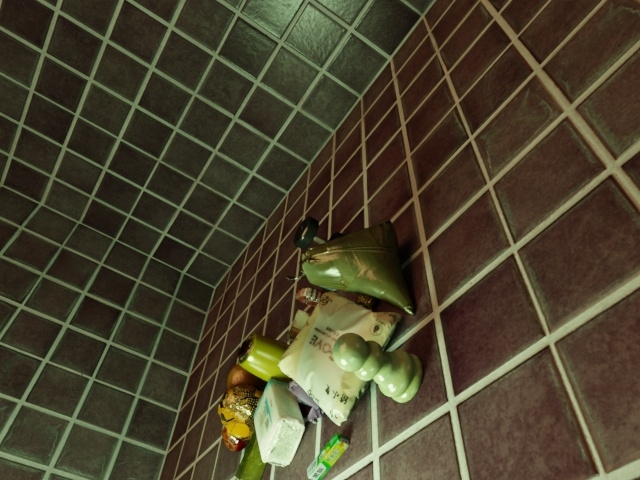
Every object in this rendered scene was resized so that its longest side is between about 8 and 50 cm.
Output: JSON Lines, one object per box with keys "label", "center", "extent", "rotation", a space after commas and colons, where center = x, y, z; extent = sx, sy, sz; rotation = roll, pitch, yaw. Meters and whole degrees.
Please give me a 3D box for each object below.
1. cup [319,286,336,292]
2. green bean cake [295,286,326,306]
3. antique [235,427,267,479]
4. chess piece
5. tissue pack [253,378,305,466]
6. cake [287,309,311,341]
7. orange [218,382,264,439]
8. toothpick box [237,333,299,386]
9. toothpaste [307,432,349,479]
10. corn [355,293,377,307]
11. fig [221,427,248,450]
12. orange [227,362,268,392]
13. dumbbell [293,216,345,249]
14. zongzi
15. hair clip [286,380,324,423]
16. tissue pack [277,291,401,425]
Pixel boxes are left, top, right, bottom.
{"label": "cup", "center": [0.050, 0.146, 2.230], "extent": [0.128, 0.095, 0.130], "rotation": [-21, 36, 13]}
{"label": "green bean cake", "center": [-0.030, 0.249, 2.219], "extent": [0.135, 0.135, 0.056], "rotation": [-31, 42, 62]}
{"label": "antique", "center": [-0.250, 0.841, 2.024], "extent": [0.080, 0.081, 0.221], "rotation": [-21, 44, 61]}
{"label": "chess piece", "center": [0.147, 0.342, 1.440], "extent": [0.144, 0.251, 0.144], "rotation": [-51, 21, 29]}
{"label": "tissue pack", "center": [-0.158, 0.676, 1.924], "extent": [0.271, 0.124, 0.202], "rotation": [-127, 54, -68]}
{"label": "cake", "center": [-0.094, 0.396, 2.327], "extent": [0.225, 0.090, 0.110], "rotation": [115, 174, -65]}
{"label": "orange", "center": [-0.316, 0.719, 2.160], "extent": [0.234, 0.234, 0.182], "rotation": [-52, -14, 24]}
{"label": "toothpick box", "center": [-0.196, 0.490, 2.090], "extent": [0.175, 0.271, 0.175], "rotation": [-50, 21, 28]}
{"label": "toothpaste", "center": [0.023, 0.680, 1.605], "extent": [0.179, 0.043, 0.037], "rotation": [-55, 22, 17]}
{"label": "corn", "center": [0.190, 0.165, 1.873], "extent": [0.085, 0.063, 0.165], "rotation": [-2, 57, 60]}
{"label": "fig", "center": [-0.360, 0.864, 2.258], "extent": [0.128, 0.150, 0.129], "rotation": [-15, 72, 56]}
{"label": "orange", "center": [-0.324, 0.640, 2.341], "extent": [0.206, 0.206, 0.206], "rotation": [-51, 21, 28]}
{"label": "dumbbell", "center": [0.000, 0.000, 2.368], "extent": [0.152, 0.218, 0.153], "rotation": [-52, 20, 28]}
{"label": "zongzi", "center": [0.078, 0.141, 1.764], "extent": [0.446, 0.181, 0.418], "rotation": [-19, 45, 8]}
{"label": "hair clip", "center": [-0.023, 0.570, 1.837], "extent": [0.137, 0.090, 0.278], "rotation": [-52, 24, -14]}
{"label": "tissue pack", "center": [0.065, 0.372, 1.720], "extent": [0.375, 0.195, 0.390], "rotation": [17, 74, 54]}
